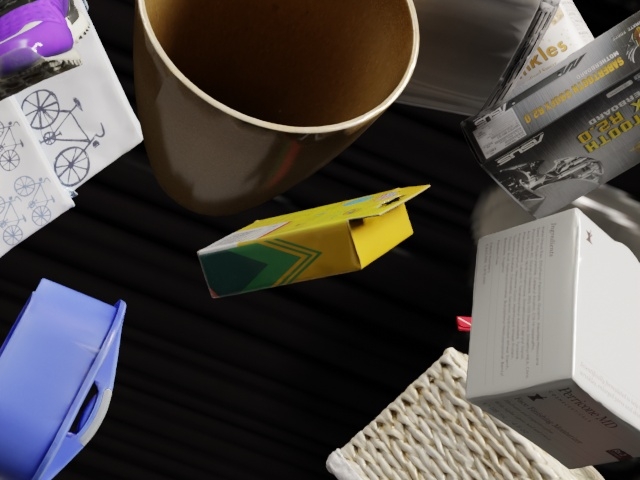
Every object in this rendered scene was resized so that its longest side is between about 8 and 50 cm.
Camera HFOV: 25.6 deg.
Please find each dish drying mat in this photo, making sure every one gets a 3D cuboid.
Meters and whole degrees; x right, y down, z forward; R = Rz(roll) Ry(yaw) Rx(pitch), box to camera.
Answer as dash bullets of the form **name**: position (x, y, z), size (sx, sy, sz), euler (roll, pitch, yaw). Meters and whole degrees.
- **dish drying mat**: position (0.243, 0.124, 2.082), size (0.032, 0.083, 0.008), euler (-93, -174, -59)

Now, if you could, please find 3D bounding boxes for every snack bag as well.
- **snack bag**: position (-0.423, -0.167, 2.021), size (0.342, 0.323, 0.037), euler (-38, -138, -21)

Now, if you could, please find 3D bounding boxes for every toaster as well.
- **toaster**: position (0.124, -0.217, 1.296), size (0.129, 0.146, 0.227), euler (-89, -161, -45)

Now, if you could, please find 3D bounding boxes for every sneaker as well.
- **sneaker**: position (-0.299, -0.226, 1.341), size (0.102, 0.146, 0.293), euler (-24, -160, 1)

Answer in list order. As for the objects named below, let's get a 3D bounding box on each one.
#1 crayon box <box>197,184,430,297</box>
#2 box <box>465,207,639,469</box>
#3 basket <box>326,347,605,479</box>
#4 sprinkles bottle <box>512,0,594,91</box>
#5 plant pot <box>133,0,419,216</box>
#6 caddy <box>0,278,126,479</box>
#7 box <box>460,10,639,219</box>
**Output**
- **crayon box**: position (0.000, 0.000, 2.147), size (0.318, 0.081, 0.202), euler (-12, -171, 30)
- **box**: position (0.242, 0.098, 1.348), size (0.119, 0.181, 0.182), euler (-19, -131, 38)
- **basket**: position (0.245, 0.377, 2.137), size (0.266, 0.331, 0.328), euler (-45, 156, 9)
- **sprinkles bottle**: position (0.261, -0.241, 1.690), size (0.355, 0.121, 0.121), euler (63, -28, 12)
- **plant pot**: position (-0.068, -0.133, 1.245), size (0.254, 0.237, 0.237), euler (124, -16, -58)
- **caddy**: position (-0.397, 0.222, 2.054), size (0.341, 0.179, 0.241), euler (-65, -168, -18)
- **box**: position (0.275, -0.123, 1.401), size (0.231, 0.183, 0.056), euler (-31, -119, 14)
